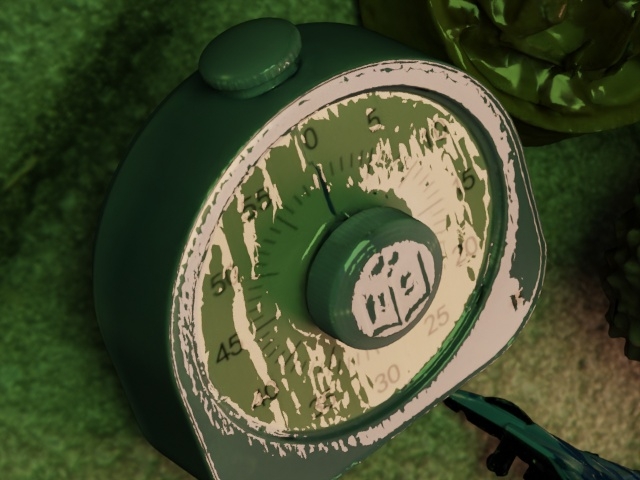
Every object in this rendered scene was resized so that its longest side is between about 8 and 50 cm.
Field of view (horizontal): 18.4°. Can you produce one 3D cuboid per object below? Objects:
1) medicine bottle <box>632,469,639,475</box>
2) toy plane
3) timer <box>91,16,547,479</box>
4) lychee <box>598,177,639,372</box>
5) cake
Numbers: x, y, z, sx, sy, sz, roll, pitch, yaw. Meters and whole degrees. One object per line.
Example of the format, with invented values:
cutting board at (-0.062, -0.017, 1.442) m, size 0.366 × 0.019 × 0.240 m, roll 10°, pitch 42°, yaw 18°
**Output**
medicine bottle at (0.206, 0.279, 1.780) m, size 0.230 × 0.059 × 0.059 m, roll -23°, pitch 96°, yaw -24°
toy plane at (0.207, 0.200, 1.740) m, size 0.246 × 0.169 × 0.078 m, roll 22°, pitch 103°, yaw 18°
timer at (0.000, 0.000, 1.574) m, size 0.395 × 0.173 × 0.395 m, roll -17°, pitch 120°, yaw -32°
lychee at (0.459, 0.014, 1.743) m, size 0.432 × 0.380 × 0.380 m, roll -4°, pitch 88°, yaw -6°
cake at (0.230, -0.250, 1.689) m, size 0.332 × 0.321 × 0.332 m, roll 3°, pitch 83°, yaw -24°
